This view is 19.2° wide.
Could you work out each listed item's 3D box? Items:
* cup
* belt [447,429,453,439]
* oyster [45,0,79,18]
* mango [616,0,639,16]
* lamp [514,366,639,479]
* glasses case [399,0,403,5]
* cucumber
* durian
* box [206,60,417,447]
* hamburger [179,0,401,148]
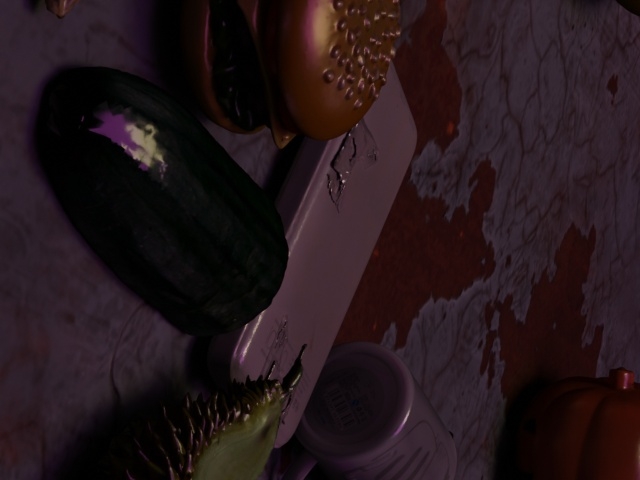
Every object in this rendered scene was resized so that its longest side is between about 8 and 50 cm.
[{"bbox_3d":[0.035,0.163,1.428,0.136,0.099,0.133,-68,153,-23],"label":"cup"},{"bbox_3d":[0.074,0.171,1.557,0.083,0.059,0.036,-2,102,-52],"label":"belt"},{"bbox_3d":[-0.115,-0.209,1.038,0.122,0.045,0.146,-40,128,-47],"label":"oyster"},{"bbox_3d":[0.358,-0.324,1.804,0.317,0.173,0.211,-43,137,-41],"label":"mango"},{"bbox_3d":[0.285,0.203,1.852,0.188,0.188,0.163,-14,113,-61],"label":"lamp"},{"bbox_3d":[0.058,-0.232,1.368,0.218,0.049,0.075,-57,147,-37],"label":"glasses case"},{"bbox_3d":[-0.090,-0.027,1.149,0.244,0.063,0.115,42,62,-59],"label":"cucumber"},{"bbox_3d":[-0.092,0.153,1.185,0.137,0.095,0.220,-53,178,42],"label":"durian"},{"bbox_3d":[0.000,0.000,1.358,0.285,0.044,0.142,-66,154,-24],"label":"box"},{"bbox_3d":[-0.017,-0.137,1.183,0.162,0.115,0.162,-39,135,-54],"label":"hamburger"}]
